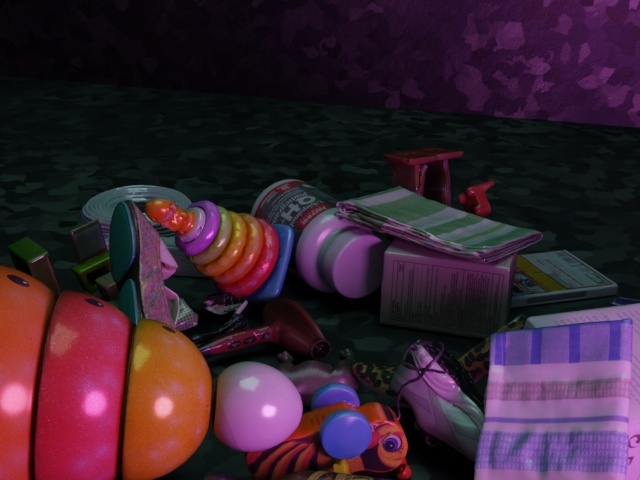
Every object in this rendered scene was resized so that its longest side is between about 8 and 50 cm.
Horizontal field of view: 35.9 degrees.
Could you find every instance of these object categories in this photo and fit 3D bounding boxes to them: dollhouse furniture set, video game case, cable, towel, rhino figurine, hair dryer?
[{"bbox_3d":[-0.383,0.076,1.744,0.197,0.151,0.301,-28,33,-29],"label":"dollhouse furniture set"},{"bbox_3d":[0.434,0.078,2.037,0.285,0.025,0.204,-5,22,-18],"label":"video game case"},{"bbox_3d":[-0.400,-0.045,2.196,0.257,0.089,0.257,21,28,40],"label":"cable"},{"bbox_3d":[0.296,-0.076,2.129,0.152,0.201,0.374,-11,17,-29],"label":"dollhouse furniture set"},{"bbox_3d":[0.221,-0.036,1.866,0.325,0.038,0.248,19,20,32],"label":"towel"},{"bbox_3d":[-0.052,0.224,1.556,0.243,0.073,0.106,-4,19,-10],"label":"rhino figurine"},{"bbox_3d":[-0.112,0.173,1.714,0.293,0.080,0.223,1,29,24],"label":"hair dryer"},{"bbox_3d":[0.289,0.237,1.251,0.209,0.285,0.034,-10,-34,40],"label":"towel"}]

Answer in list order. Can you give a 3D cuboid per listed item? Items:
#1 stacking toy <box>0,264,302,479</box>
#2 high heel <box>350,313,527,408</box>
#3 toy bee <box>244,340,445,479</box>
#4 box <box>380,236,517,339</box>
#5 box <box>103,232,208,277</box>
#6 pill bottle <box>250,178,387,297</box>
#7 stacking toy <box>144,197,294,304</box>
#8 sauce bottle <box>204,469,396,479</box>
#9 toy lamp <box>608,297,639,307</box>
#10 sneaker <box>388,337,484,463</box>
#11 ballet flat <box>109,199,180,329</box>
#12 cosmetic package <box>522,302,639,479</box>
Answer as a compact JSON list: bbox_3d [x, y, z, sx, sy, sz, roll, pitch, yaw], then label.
[{"bbox_3d":[-0.262,0.202,1.276,0.480,0.351,0.350,6,20,-10],"label":"stacking toy"},{"bbox_3d":[0.189,0.172,1.509,0.261,0.186,0.093,17,3,10],"label":"high heel"},{"bbox_3d":[0.054,0.281,1.356,0.298,0.162,0.195,-18,24,19],"label":"toy bee"},{"bbox_3d":[0.238,0.083,1.837,0.232,0.149,0.127,8,21,15],"label":"box"},{"bbox_3d":[-0.316,0.031,2.041,0.324,0.067,0.063,3,20,6],"label":"box"},{"bbox_3d":[0.000,0.000,1.993,0.176,0.176,0.318,-10,24,-29],"label":"pill bottle"},{"bbox_3d":[-0.205,-0.007,1.800,0.175,0.166,0.302,-7,-28,40],"label":"stacking toy"},{"bbox_3d":[0.023,0.342,1.210,0.344,0.111,0.111,4,21,9],"label":"sauce bottle"},{"bbox_3d":[0.627,0.173,1.742,0.080,0.080,0.274,-13,28,-33],"label":"toy lamp"},{"bbox_3d":[0.203,0.266,1.399,0.271,0.108,0.100,49,17,28],"label":"sneaker"},{"bbox_3d":[-0.295,0.070,1.679,0.106,0.107,0.316,15,47,-33],"label":"ballet flat"},{"bbox_3d":[0.518,0.212,1.423,0.453,0.161,0.230,-4,35,-24],"label":"cosmetic package"}]
